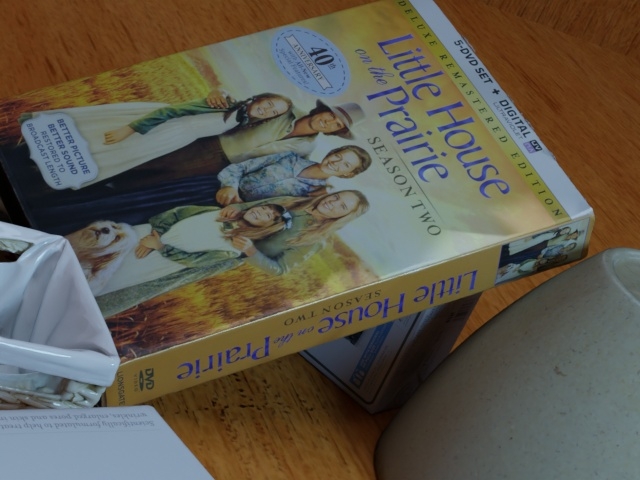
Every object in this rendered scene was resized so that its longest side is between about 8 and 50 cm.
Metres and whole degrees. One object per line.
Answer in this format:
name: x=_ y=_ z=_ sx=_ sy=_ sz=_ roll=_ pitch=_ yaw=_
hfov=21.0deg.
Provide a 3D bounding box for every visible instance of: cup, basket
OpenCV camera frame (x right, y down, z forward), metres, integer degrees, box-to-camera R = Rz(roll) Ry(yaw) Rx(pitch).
cup: x=0.241 y=0.146 z=1.377 sx=0.331 sy=0.237 sz=0.331 roll=23 pitch=21 yaw=-9
basket: x=-0.223 y=0.069 z=1.190 sx=0.113 sy=0.103 sz=0.167 roll=15 pitch=25 yaw=-30

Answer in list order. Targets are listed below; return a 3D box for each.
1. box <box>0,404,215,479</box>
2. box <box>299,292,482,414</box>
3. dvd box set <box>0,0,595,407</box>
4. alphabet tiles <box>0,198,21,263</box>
box: x=-0.139 y=0.193 z=0.981 sx=0.181 sy=0.119 sz=0.182 roll=5 pitch=31 yaw=-46
box: x=0.000 y=0.000 z=1.530 sx=0.290 sy=0.169 sz=0.087 roll=40 pitch=27 yaw=27
dvd box set: x=-0.034 y=-0.047 z=1.403 sx=0.420 sy=0.062 sz=0.308 roll=-16 pitch=51 yaw=-18
alphabet tiles: x=-0.364 y=-0.030 z=1.383 sx=0.285 sy=0.011 sz=0.342 roll=14 pitch=25 yaw=-29
